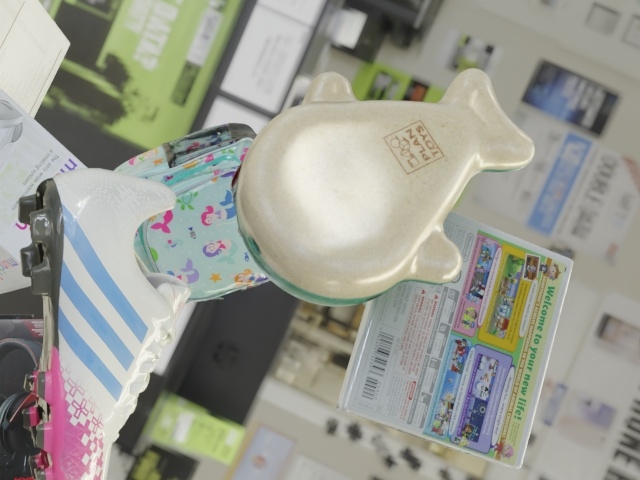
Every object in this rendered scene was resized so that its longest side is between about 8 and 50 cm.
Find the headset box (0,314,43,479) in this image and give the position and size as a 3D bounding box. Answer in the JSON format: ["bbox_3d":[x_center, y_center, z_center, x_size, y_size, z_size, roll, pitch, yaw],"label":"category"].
[{"bbox_3d":[-0.437,0.230,1.903,0.110,0.218,0.293,95,-5,-56],"label":"headset box"}]

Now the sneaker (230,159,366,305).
[{"bbox_3d":[0.000,0.000,1.529,0.125,0.262,0.104,-29,-157,19],"label":"sneaker"}]

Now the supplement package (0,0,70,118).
[{"bbox_3d":[-0.414,-0.247,1.632,0.244,0.133,0.139,63,48,-67],"label":"supplement package"}]

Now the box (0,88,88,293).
[{"bbox_3d":[-0.367,-0.063,1.413,0.127,0.231,0.262,-54,-159,-25],"label":"box"}]

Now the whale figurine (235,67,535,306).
[{"bbox_3d":[0.052,-0.049,1.236,0.272,0.216,0.141,-30,168,-22],"label":"whale figurine"}]

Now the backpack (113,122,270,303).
[{"bbox_3d":[-0.180,-0.024,1.963,0.191,0.253,0.225,-102,176,-66],"label":"backpack"}]

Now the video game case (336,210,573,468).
[{"bbox_3d":[0.130,0.087,1.324,0.023,0.193,0.212,-15,-124,67],"label":"video game case"}]

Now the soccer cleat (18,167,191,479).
[{"bbox_3d":[-0.180,0.099,1.209,0.116,0.143,0.331,-134,-136,-62],"label":"soccer cleat"}]
